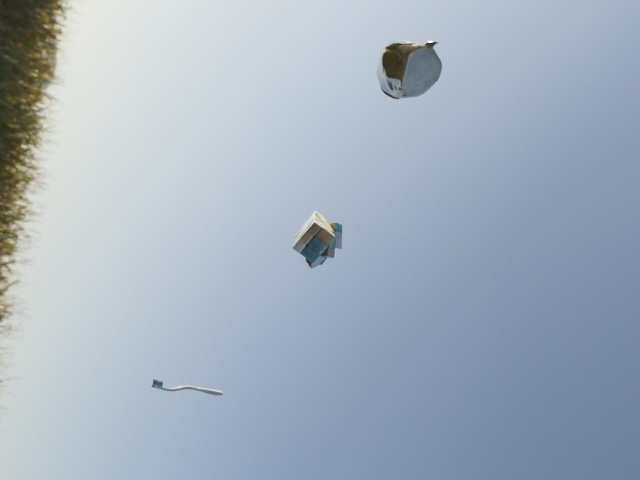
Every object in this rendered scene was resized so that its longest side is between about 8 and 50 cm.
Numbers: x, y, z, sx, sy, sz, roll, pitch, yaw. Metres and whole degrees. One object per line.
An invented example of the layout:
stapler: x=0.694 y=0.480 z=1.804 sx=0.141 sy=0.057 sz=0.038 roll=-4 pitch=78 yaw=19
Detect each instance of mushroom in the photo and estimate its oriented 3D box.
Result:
mushroom: x=0.157 y=-0.327 z=1.162 sx=0.351 sy=0.097 sz=0.109 roll=-93 pitch=160 yaw=-78

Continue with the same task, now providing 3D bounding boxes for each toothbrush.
toothbrush: x=-0.187 y=0.212 z=0.868 sx=0.011 sy=0.131 sz=0.013 roll=-9 pitch=-113 yaw=35

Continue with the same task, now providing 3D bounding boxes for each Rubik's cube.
Rubik's cube: x=0.001 y=-0.001 z=1.019 sx=0.075 sy=0.073 sz=0.084 roll=-48 pitch=-169 yaw=34
